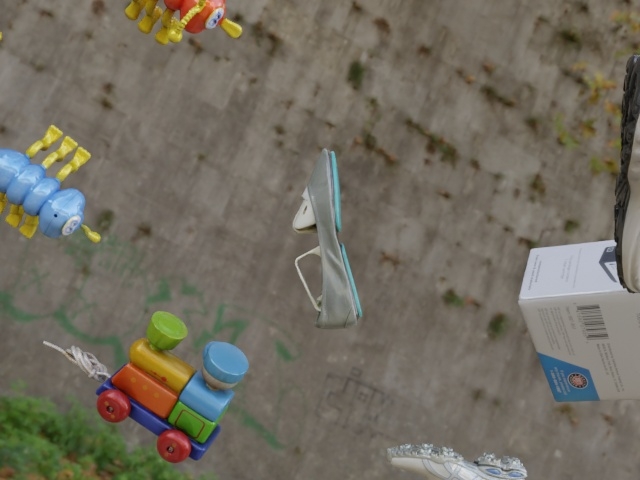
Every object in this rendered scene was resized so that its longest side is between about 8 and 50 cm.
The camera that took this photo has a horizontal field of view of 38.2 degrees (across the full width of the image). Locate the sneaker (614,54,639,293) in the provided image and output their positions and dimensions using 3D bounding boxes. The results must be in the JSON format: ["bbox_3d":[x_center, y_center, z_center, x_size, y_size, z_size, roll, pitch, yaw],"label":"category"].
[{"bbox_3d":[0.308,-0.041,0.794,0.108,0.100,0.271,2,-37,13],"label":"sneaker"}]

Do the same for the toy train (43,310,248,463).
[{"bbox_3d":[-0.214,0.143,1.117,0.248,0.143,0.105,33,24,4],"label":"toy train"}]

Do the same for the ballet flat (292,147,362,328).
[{"bbox_3d":[0.000,0.000,1.080,0.068,0.213,0.072,-9,-1,1],"label":"ballet flat"}]

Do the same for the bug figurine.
[{"bbox_3d":[-0.202,-0.141,0.691,0.216,0.279,0.072,35,8,-2],"label":"bug figurine"}]

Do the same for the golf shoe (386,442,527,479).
[{"bbox_3d":[0.165,0.302,1.151,0.176,0.085,0.069,8,-2,12],"label":"golf shoe"}]

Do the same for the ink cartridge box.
[{"bbox_3d":[0.475,0.115,1.351,0.308,0.129,0.223,-7,-55,29],"label":"ink cartridge box"}]
